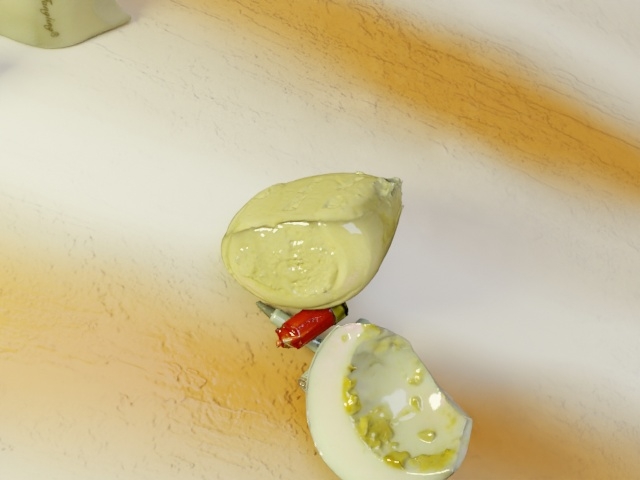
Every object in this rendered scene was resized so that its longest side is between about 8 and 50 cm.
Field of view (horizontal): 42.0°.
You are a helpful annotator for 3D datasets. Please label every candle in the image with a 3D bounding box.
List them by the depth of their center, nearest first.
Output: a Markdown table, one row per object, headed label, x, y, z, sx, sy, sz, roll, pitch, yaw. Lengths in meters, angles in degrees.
| label | x | y | z | sx | sy | sz | roll | pitch | yaw |
| --- | --- | --- | --- | --- | --- | --- | --- | --- | --- |
| candle | -0.018 | 0.131 | 1.306 | 0.131 | 0.052 | 0.052 | -33 | 82 | -26 |

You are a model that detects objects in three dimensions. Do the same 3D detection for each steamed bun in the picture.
| label | x | y | z | sx | sy | sz | roll | pitch | yaw |
| --- | --- | --- | --- | --- | --- | --- | --- | --- | --- |
| steamed bun | 0.000 | 0.000 | 1.309 | 0.232 | 0.273 | 0.166 | -58 | 138 | -60 |

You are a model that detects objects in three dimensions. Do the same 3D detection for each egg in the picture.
| label | x | y | z | sx | sy | sz | roll | pitch | yaw |
| --- | --- | --- | --- | --- | --- | --- | --- | --- | --- |
| egg | 0.103 | 0.259 | 1.270 | 0.271 | 0.206 | 0.162 | 54 | 24 | 17 |

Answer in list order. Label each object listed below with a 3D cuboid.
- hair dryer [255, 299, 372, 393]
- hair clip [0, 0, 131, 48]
| label | x | y | z | sx | sy | sz | roll | pitch | yaw |
| --- | --- | --- | --- | --- | --- | --- | --- | --- | --- |
| hair dryer | -0.021 | 0.137 | 1.350 | 0.183 | 0.044 | 0.155 | 46 | 59 | 7 |
| hair clip | -0.460 | -0.399 | 1.361 | 0.282 | 0.172 | 0.113 | 4 | 59 | -8 |
